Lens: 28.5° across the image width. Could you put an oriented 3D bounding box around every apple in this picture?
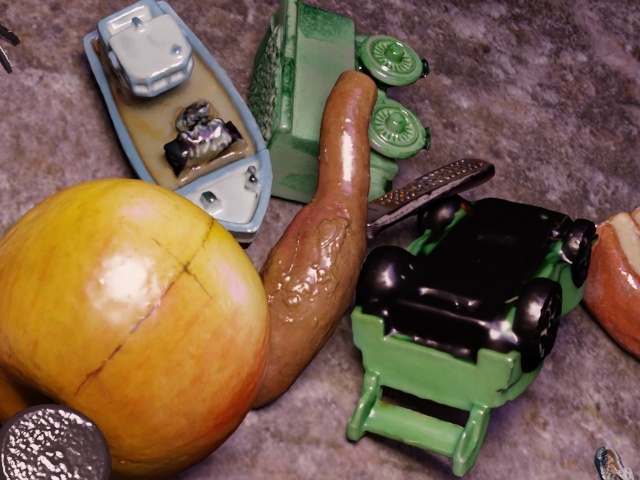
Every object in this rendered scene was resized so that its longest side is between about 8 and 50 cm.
[{"bbox_3d":[-0.181,0.086,1.152,0.286,0.286,0.233,32,56,-3],"label":"apple"}]

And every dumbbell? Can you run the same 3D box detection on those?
[{"bbox_3d":[-0.248,0.222,1.066,0.100,0.191,0.100,14,51,-18],"label":"dumbbell"}]

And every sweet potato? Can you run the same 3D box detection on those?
[{"bbox_3d":[0.000,0.000,1.344,0.109,0.109,0.385,24,78,-11],"label":"sweet potato"}]

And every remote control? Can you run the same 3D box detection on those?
[{"bbox_3d":[0.114,-0.051,1.452,0.212,0.059,0.028,-25,113,-33],"label":"remote control"}]

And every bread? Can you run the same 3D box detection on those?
[{"bbox_3d":[0.422,0.061,1.593,0.244,0.123,0.190,33,49,0],"label":"bread"}]

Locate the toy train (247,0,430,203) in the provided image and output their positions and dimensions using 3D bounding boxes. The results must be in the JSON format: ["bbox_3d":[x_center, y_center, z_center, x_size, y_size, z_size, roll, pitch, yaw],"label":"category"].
[{"bbox_3d":[0.020,-0.158,1.528,0.202,0.145,0.266,14,51,-16],"label":"toy train"}]

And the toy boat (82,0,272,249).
[{"bbox_3d":[-0.150,-0.131,1.395,0.145,0.133,0.331,-26,68,-12],"label":"toy boat"}]

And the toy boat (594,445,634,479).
[{"bbox_3d":[0.345,0.274,1.451,0.038,0.038,0.083,-9,60,-33],"label":"toy boat"}]

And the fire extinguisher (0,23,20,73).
[{"bbox_3d":[-0.412,-0.189,1.372,0.099,0.071,0.231,55,39,-16],"label":"fire extinguisher"}]

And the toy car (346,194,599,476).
[{"bbox_3d":[0.170,0.080,1.409,0.214,0.176,0.359,13,31,24],"label":"toy car"}]
